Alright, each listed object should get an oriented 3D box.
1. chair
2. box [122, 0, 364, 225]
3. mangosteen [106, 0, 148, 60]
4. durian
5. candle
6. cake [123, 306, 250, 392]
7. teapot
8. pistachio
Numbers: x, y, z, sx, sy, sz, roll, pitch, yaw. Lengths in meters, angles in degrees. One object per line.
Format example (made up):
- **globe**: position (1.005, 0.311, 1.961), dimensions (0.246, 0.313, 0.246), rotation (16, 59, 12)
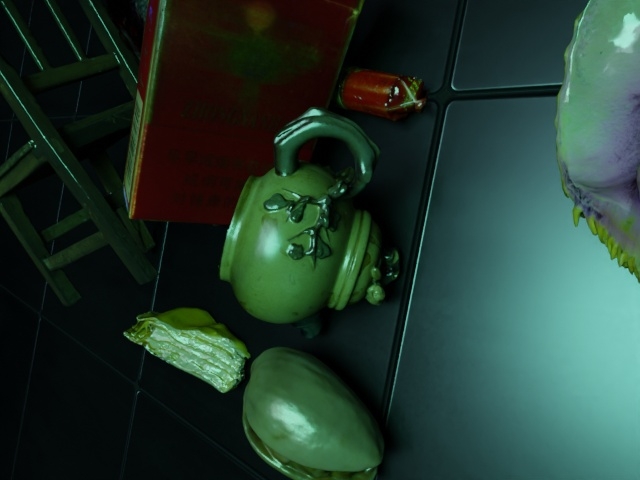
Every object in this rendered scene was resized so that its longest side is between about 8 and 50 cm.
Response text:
- **chair**: position (-0.357, -0.140, 0.659), dimensions (0.241, 0.203, 0.416), rotation (-14, 112, 40)
- **box**: position (-0.091, -0.168, 0.514), dimensions (0.089, 0.197, 0.313), rotation (56, 133, 47)
- **mangosteen**: position (-0.136, -0.331, 0.605), dimensions (0.287, 0.233, 0.287), rotation (-40, 31, 30)
- **durian**: position (0.242, -0.111, 0.322), dimensions (0.186, 0.154, 0.260), rotation (43, 116, 59)
- **candle**: position (0.064, -0.166, 0.530), dimensions (0.131, 0.052, 0.052), rotation (25, 100, 39)
- **cake**: position (-0.194, 0.142, 0.672), dimensions (0.185, 0.116, 0.079), rotation (38, 107, 42)
- **teapot**: position (0.000, 0.000, 0.497), dimensions (0.173, 0.183, 0.269), rotation (-77, 5, -59)
- **pistachio**: position (-0.013, 0.190, 0.511), dimensions (0.185, 0.124, 0.124), rotation (32, 105, 22)
